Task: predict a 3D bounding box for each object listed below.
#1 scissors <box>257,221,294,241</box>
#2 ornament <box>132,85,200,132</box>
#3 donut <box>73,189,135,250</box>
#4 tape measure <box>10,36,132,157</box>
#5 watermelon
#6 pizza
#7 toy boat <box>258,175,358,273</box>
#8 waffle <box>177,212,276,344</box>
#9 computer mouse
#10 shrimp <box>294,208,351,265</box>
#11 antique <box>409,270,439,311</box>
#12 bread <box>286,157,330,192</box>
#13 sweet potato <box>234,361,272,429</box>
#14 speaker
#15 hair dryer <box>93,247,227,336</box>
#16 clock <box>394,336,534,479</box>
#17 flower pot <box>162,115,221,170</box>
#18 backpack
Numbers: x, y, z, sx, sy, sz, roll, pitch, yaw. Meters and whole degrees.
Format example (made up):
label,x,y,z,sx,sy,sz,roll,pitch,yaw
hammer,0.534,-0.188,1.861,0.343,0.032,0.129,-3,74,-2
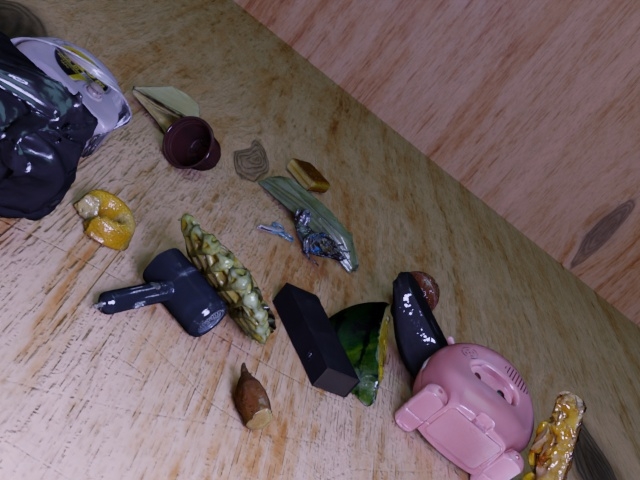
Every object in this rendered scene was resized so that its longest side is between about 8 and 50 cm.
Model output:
label,x,y,z,sx,sy,sz,roll,pitch,yaw
scissors,-0.094,-0.021,1.975,0.058,0.014,0.119,47,15,22
ornament,-0.322,-0.279,2.068,0.180,0.059,0.201,29,18,-30
donut,-0.324,-0.033,1.492,0.097,0.043,0.108,16,34,-51
tape measure,-0.431,-0.262,1.686,0.236,0.120,0.197,45,23,0
watermelon,0.078,0.183,1.754,0.301,0.123,0.129,-60,132,-73
pizza,0.387,0.424,1.683,0.074,0.288,0.251,17,-26,22
toy boat,-0.012,-0.048,2.141,0.293,0.055,0.093,45,21,15
waffle,-0.142,0.061,1.475,0.208,0.054,0.214,40,-20,34
computer mouse,0.187,0.191,1.863,0.270,0.086,0.137,65,12,-2
shrimp,-0.002,0.003,2.011,0.082,0.076,0.174,-3,32,-30
antique,0.214,0.115,2.136,0.104,0.104,0.104,36,18,-14
bread,-0.030,-0.157,2.400,0.090,0.035,0.094,48,19,22
sweet potato,-0.095,0.210,1.354,0.049,0.049,0.117,28,25,-34
speaker,-0.009,0.166,1.650,0.082,0.044,0.218,26,23,-38
hair dryer,-0.235,0.082,1.368,0.124,0.071,0.219,47,25,20
clock,0.278,0.276,1.701,0.227,0.142,0.241,41,38,0
flower pot,-0.245,-0.181,1.933,0.111,0.111,0.089,48,4,22
backpack,-0.495,-0.176,1.157,0.363,0.255,0.445,39,19,17
